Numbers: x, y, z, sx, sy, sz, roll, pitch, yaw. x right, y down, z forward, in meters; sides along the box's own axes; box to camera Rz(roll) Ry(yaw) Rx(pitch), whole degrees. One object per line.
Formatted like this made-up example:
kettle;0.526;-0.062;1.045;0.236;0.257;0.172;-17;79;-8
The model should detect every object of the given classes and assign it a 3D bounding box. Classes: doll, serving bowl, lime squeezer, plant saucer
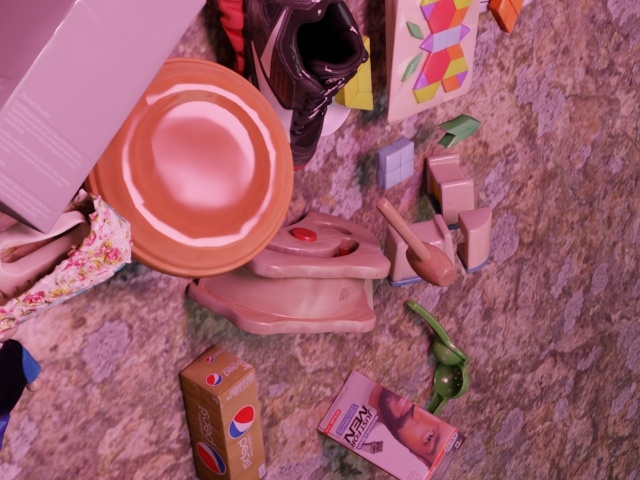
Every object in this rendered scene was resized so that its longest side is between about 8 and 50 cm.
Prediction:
doll;-0.299;0.141;1.165;0.129;0.046;0.189;-4;117;-56
serving bowl;0.003;-0.153;1.405;0.083;0.027;0.083;-34;136;-40
lime squeezer;0.160;0.178;1.884;0.110;0.059;0.310;-14;132;-14
plant saucer;-0.110;-0.067;1.180;0.200;0.037;0.200;4;81;-28

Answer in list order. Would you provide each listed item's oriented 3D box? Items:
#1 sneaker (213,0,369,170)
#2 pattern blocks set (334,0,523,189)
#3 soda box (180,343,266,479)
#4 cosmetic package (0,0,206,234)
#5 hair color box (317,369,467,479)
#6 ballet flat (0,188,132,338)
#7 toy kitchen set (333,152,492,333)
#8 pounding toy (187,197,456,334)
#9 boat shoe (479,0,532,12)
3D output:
sneaker;-0.022;-0.155;1.263;0.097;0.135;0.276;-44;149;-31
pattern blocks set;0.125;-0.222;1.449;0.285;0.026;0.325;-37;138;-25
soda box;-0.106;0.204;1.483;0.058;0.061;0.181;-38;142;-34
cosmetic package;-0.208;-0.140;1.037;0.238;0.107;0.127;-59;149;-12
hair color box;0.090;0.245;1.702;0.093;0.167;0.053;-58;149;-8
ballet flat;-0.263;0.032;1.075;0.241;0.091;0.077;-34;140;-19
toy kitchen set;0.092;-0.002;1.624;0.207;0.166;0.122;-10;129;-9
pounding toy;0.000;0.000;1.412;0.270;0.154;0.154;1;113;-32
boat shoe;0.201;-0.314;1.540;0.183;0.065;0.083;-24;133;-45
